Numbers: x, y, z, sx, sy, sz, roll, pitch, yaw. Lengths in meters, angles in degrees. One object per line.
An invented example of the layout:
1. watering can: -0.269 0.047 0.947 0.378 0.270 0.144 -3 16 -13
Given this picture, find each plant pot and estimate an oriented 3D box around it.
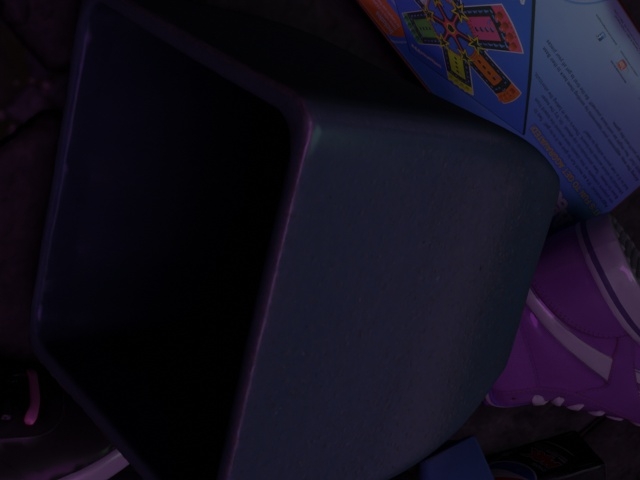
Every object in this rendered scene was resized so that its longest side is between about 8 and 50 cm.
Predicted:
1. plant pot: 0.000 0.000 0.747 0.252 0.247 0.247 -2 114 -37

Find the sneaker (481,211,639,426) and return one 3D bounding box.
1. sneaker: 0.210 0.099 0.949 0.161 0.102 0.282 -29 126 19

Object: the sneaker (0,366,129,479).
1. sneaker: -0.251 0.095 0.777 0.296 0.104 0.146 -5 119 -11

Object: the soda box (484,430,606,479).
1. soda box: 0.145 0.211 0.985 0.169 0.053 0.060 -14 116 -12

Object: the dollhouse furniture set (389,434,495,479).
1. dollhouse furniture set: 0.012 0.299 0.880 0.198 0.286 0.303 -21 89 -26

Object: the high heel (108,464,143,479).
1. high heel: -0.111 0.250 0.928 0.186 0.093 0.261 -4 133 12

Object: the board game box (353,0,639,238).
1. board game box: 0.146 -0.129 0.851 0.145 0.027 0.281 -42 118 2
